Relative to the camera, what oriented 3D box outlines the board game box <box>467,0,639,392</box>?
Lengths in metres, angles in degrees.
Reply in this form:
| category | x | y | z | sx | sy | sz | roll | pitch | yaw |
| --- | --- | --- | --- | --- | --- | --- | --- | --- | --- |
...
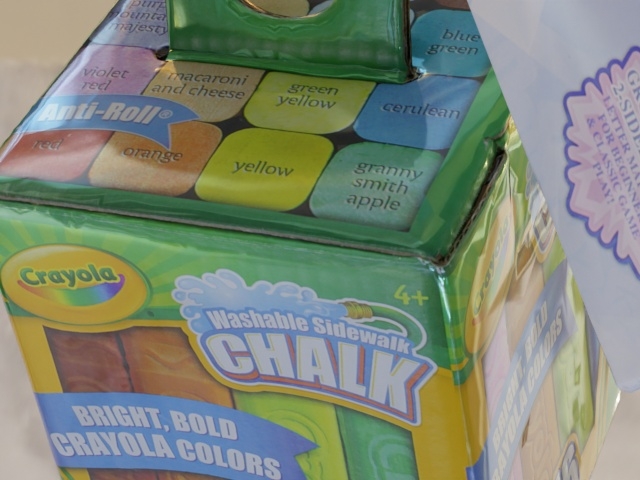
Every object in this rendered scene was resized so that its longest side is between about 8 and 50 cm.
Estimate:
| category | x | y | z | sx | sy | sz | roll | pitch | yaw |
| --- | --- | --- | --- | --- | --- | --- | --- | --- | --- |
| board game box | 0.148 | -0.152 | 0.517 | 0.318 | 0.066 | 0.318 | -14 | -101 | -35 |

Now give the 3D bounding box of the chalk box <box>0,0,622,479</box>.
| category | x | y | z | sx | sy | sz | roll | pitch | yaw |
| --- | --- | --- | --- | --- | --- | --- | --- | --- | --- |
| chalk box | 0.000 | 0.000 | 0.747 | 0.180 | 0.289 | 0.179 | 7 | -137 | 23 |
